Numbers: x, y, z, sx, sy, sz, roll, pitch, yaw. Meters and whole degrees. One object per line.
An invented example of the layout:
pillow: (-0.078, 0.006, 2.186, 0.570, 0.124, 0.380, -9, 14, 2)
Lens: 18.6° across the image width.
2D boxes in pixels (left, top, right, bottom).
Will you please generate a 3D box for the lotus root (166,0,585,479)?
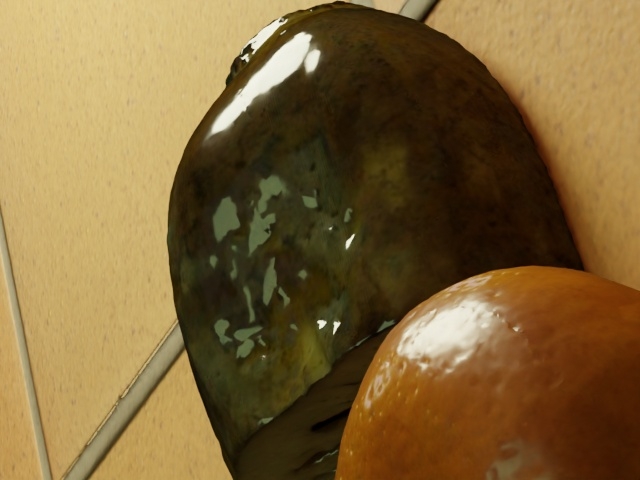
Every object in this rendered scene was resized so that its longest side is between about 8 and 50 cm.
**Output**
lotus root: (0.003, -0.017, 1.131, 0.267, 0.149, 0.260, -46, 50, 48)

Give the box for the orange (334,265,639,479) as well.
orange: (0.113, 0.126, 0.889, 0.240, 0.171, 0.240, -3, 86, 57)
